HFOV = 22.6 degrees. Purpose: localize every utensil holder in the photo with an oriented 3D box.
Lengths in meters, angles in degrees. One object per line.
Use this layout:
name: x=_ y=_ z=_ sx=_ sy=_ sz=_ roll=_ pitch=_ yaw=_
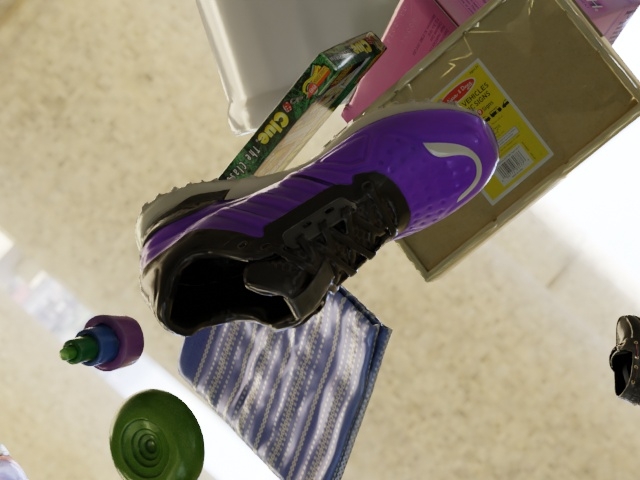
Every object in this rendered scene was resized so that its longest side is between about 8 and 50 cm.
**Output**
utensil holder: x=-0.010 y=-0.357 z=1.932 sx=0.328 sy=0.385 sz=0.327 roll=-18 pitch=-173 yaw=2

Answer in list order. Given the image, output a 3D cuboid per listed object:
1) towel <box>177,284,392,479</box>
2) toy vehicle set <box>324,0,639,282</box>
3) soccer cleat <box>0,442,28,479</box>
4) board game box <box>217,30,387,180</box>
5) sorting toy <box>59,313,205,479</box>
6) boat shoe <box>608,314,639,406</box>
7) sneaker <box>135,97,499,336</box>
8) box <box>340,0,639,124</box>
towel: x=-0.056 y=0.124 z=1.791 sx=0.040 sy=0.336 sz=0.243 roll=4 pitch=113 yaw=-36
toy vehicle set: x=0.150 y=-0.104 z=1.460 sx=0.267 sy=0.166 sz=0.035 roll=-40 pitch=169 yaw=22
soccer cleat: x=-0.392 y=0.312 z=1.830 sx=0.108 sy=0.116 sz=0.318 roll=-43 pitch=-179 yaw=3
board game box: x=-0.044 y=-0.088 z=1.522 sx=0.259 sy=0.030 sz=0.136 roll=-49 pitch=177 yaw=27
sorting toy: x=-0.202 y=0.257 z=1.745 sx=0.127 sy=0.365 sz=0.126 roll=-25 pitch=174 yaw=31
boat shoe: x=0.362 y=0.135 z=1.869 sx=0.133 sy=0.042 sz=0.049 roll=-87 pitch=-158 yaw=-44
sneaker: x=0.000 y=0.001 z=1.188 sx=0.293 sy=0.102 sz=0.146 roll=-21 pitch=-147 yaw=11
box: x=0.176 y=-0.189 z=1.668 sx=0.243 sy=0.117 sz=0.213 roll=-23 pitch=156 yaw=-36
